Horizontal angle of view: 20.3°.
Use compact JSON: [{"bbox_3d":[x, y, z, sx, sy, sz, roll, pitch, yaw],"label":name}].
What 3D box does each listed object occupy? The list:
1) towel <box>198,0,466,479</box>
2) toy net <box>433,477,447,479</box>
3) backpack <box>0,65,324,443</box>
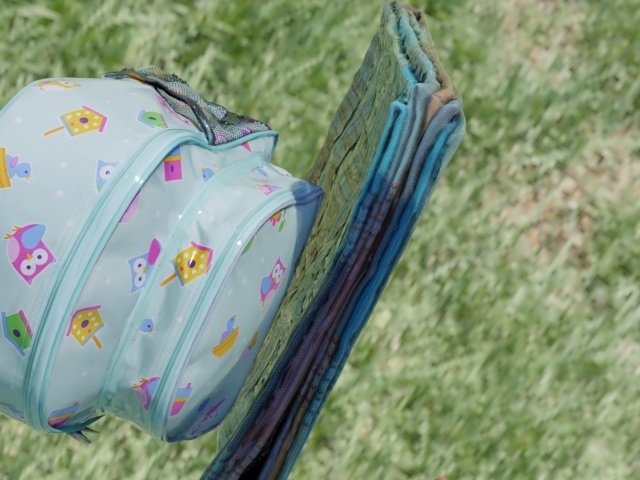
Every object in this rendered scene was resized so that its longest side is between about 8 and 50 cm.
[{"bbox_3d":[0.000,0.000,1.057,0.040,0.271,0.370,25,14,-7],"label":"towel"},{"bbox_3d":[0.101,0.094,0.578,0.122,0.045,0.232,44,87,-1],"label":"toy net"},{"bbox_3d":[-0.093,0.010,0.811,0.144,0.166,0.188,30,12,21],"label":"backpack"}]
